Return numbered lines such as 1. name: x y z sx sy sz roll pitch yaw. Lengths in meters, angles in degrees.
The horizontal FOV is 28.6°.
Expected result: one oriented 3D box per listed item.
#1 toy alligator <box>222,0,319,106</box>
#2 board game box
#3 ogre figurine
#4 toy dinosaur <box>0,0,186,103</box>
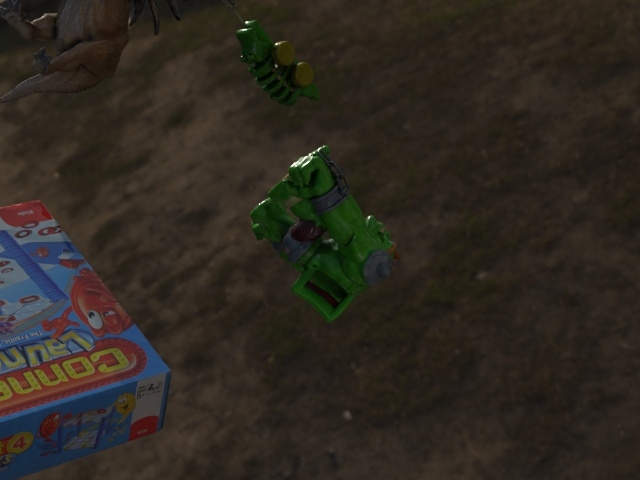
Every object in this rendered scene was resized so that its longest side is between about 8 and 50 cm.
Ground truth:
1. toy alligator: -0.067 -0.208 1.435 0.056 0.189 0.051 2 58 44
2. board game box: -0.355 0.104 1.243 0.308 0.086 0.302 -15 44 -34
3. ogre figurine: 0.000 0.000 1.057 0.097 0.118 0.197 -38 -1 -39
4. toy dinosaur: -0.272 -0.273 1.552 0.127 0.200 0.296 32 98 29
